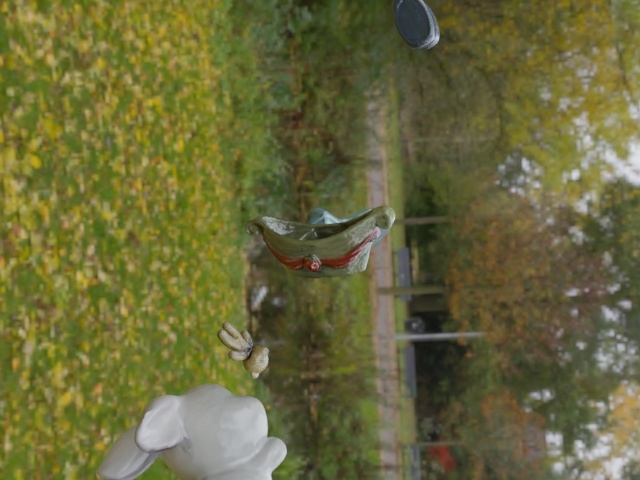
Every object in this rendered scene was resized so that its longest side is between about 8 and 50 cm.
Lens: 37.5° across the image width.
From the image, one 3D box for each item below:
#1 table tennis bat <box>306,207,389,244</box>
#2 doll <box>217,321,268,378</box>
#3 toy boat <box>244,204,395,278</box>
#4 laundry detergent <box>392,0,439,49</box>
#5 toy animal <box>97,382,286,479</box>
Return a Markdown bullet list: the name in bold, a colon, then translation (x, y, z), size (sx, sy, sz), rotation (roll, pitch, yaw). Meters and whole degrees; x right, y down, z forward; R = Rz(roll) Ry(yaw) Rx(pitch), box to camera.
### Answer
- **table tennis bat**: translation (0.043, -0.015, 1.632), size (0.040, 0.153, 0.244), rotation (61, 18, 22)
- **doll**: translation (-0.123, 0.172, 1.476), size (0.051, 0.093, 0.061), rotation (-59, -178, 40)
- **toy boat**: translation (0.001, 0.001, 1.066), size (0.089, 0.185, 0.071), rotation (-39, 122, -59)
- **laundry detergent**: translation (0.166, -0.377, 1.628), size (0.097, 0.061, 0.206), rotation (61, 14, -5)
- **toy animal**: translation (-0.123, 0.255, 1.017), size (0.193, 0.178, 0.127), rotation (58, -42, 17)
